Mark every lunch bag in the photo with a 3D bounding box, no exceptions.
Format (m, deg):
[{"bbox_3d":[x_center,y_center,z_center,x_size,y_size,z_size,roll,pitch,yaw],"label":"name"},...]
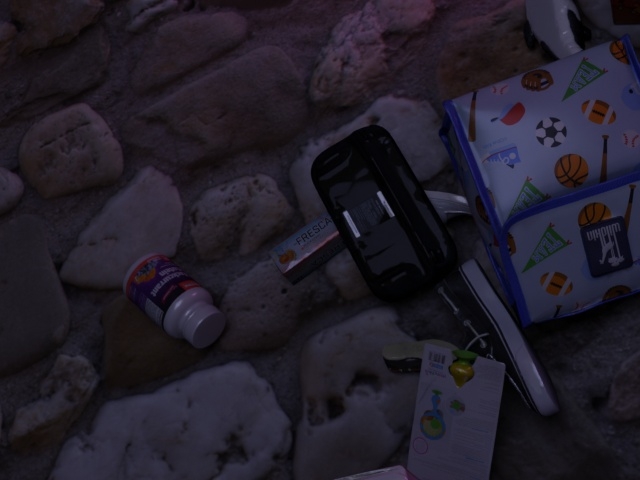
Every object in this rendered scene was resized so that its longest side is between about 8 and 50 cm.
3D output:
[{"bbox_3d":[0.404,-0.085,1.535,0.328,0.239,0.385,-19,79,4],"label":"lunch bag"}]

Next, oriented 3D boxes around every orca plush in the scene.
[{"bbox_3d":[0.462,-0.394,1.740,0.102,0.151,0.287,6,30,-19],"label":"orca plush"}]

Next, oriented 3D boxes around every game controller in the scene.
[{"bbox_3d":[0.106,-0.052,1.684,0.166,0.067,0.319,-33,67,14],"label":"game controller"}]

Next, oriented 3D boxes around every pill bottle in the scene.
[{"bbox_3d":[-0.268,0.114,1.774,0.193,0.108,0.108,36,82,30],"label":"pill bottle"}]

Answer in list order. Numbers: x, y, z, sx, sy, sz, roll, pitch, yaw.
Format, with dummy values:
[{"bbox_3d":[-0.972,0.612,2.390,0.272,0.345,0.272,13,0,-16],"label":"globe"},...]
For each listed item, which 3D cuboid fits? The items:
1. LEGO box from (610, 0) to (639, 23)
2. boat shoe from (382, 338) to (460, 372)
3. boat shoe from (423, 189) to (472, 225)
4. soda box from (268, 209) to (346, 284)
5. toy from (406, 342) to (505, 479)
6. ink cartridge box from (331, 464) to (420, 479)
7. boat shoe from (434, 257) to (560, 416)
[{"bbox_3d":[0.730,-0.534,1.550,0.500,0.372,0.193,5,68,23],"label":"LEGO box"},{"bbox_3d":[0.171,0.196,1.610,0.133,0.042,0.049,-4,40,18],"label":"boat shoe"},{"bbox_3d":[0.202,-0.055,1.706,0.184,0.066,0.063,10,87,20],"label":"boat shoe"},{"bbox_3d":[0.000,0.000,1.752,0.183,0.063,0.058,-35,61,1],"label":"soda box"},{"bbox_3d":[0.219,0.286,1.515,0.137,0.056,0.237,12,105,29],"label":"toy"},{"bbox_3d":[0.110,0.487,1.294,0.160,0.384,0.279,-16,61,13],"label":"ink cartridge box"},{"bbox_3d":[0.275,0.167,1.544,0.105,0.113,0.306,-34,56,10],"label":"boat shoe"}]
